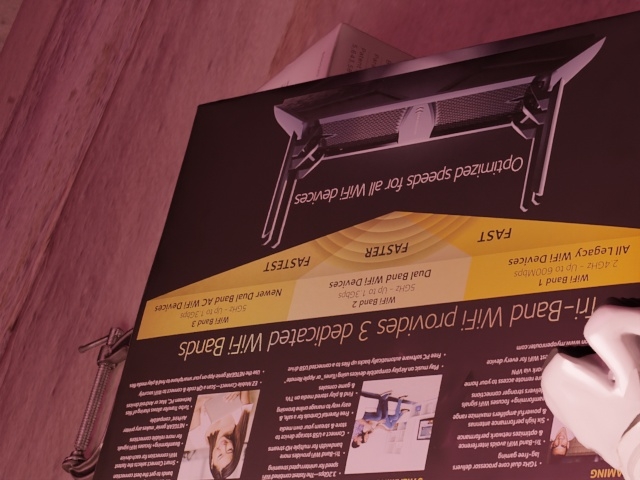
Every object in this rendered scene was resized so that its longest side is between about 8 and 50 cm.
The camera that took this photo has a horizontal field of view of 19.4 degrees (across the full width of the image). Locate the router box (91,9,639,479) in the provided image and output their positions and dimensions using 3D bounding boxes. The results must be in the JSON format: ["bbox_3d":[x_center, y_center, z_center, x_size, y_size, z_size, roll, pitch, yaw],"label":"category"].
[{"bbox_3d":[0.050,0.035,0.841,0.309,0.081,0.243,-8,57,39],"label":"router box"}]

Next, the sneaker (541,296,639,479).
[{"bbox_3d":[0.215,0.005,0.615,0.292,0.110,0.118,-41,73,22],"label":"sneaker"}]

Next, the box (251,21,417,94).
[{"bbox_3d":[0.000,0.000,1.107,0.181,0.119,0.182,-32,40,56],"label":"box"}]

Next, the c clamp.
[{"bbox_3d":[-0.179,0.134,1.553,0.137,0.022,0.161,-35,35,46],"label":"c clamp"}]
